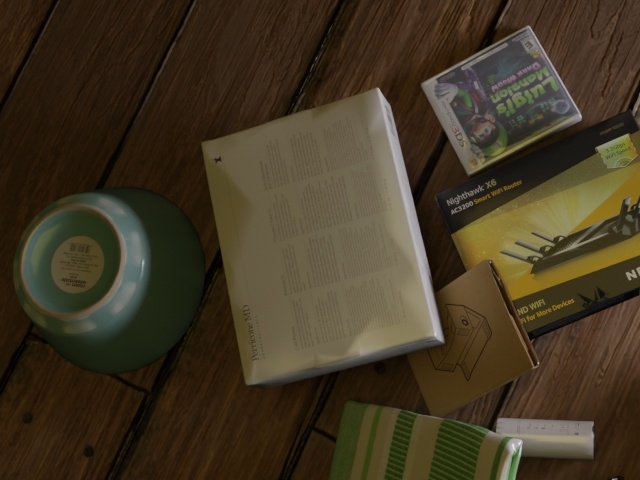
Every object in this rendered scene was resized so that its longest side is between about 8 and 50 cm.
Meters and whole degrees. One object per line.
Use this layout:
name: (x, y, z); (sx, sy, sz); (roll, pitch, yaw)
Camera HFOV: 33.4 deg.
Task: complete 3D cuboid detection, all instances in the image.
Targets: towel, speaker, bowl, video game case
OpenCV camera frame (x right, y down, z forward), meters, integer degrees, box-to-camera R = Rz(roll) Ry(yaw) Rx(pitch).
towel: (0.124, 0.359, 1.454); (0.325, 0.038, 0.247); (0, 75, 50)
speaker: (0.314, 0.277, 1.494); (0.136, 0.055, 0.055); (-1, 78, 15)
bowl: (-0.355, 0.046, 1.676); (0.312, 0.163, 0.311); (-4, 76, 15)
video game case: (0.274, -0.213, 1.632); (0.190, 0.022, 0.173); (-28, 72, 8)

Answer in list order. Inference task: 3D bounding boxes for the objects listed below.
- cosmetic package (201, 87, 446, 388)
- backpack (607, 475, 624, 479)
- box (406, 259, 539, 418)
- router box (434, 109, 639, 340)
cosmetic package: (0.000, 0.000, 1.551); (0.285, 0.097, 0.377); (-15, 75, 12)
backpack: (0.371, 0.378, 1.429); (0.114, 0.105, 0.084); (-31, 70, 12)
box: (0.202, 0.144, 1.518); (0.201, 0.021, 0.164); (-38, 66, 40)
router box: (0.353, -0.012, 1.534); (0.309, 0.081, 0.242); (-25, 72, 9)
